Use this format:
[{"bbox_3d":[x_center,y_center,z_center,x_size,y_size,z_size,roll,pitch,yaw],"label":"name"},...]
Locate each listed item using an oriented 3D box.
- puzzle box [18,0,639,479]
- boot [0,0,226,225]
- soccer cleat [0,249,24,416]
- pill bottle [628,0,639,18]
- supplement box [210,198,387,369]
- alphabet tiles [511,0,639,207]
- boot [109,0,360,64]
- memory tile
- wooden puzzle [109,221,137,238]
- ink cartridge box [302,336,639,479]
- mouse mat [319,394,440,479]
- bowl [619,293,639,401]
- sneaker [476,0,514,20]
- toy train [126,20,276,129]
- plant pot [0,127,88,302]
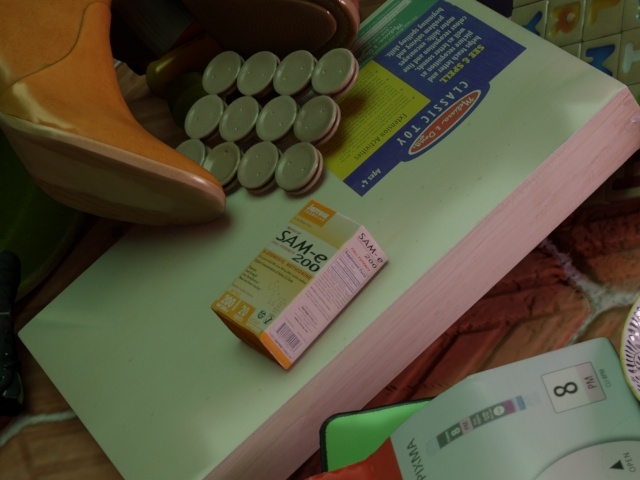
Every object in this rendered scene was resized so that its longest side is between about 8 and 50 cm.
[{"bbox_3d":[0.000,0.000,1.295,0.409,0.052,0.272,-42,36,-4],"label":"puzzle box"},{"bbox_3d":[-0.176,-0.140,1.367,0.295,0.104,0.211,17,63,11],"label":"boot"},{"bbox_3d":[-0.245,0.089,1.387,0.072,0.060,0.179,15,59,6],"label":"soccer cleat"},{"bbox_3d":[0.278,-0.139,1.283,0.117,0.118,0.208,-34,35,-9],"label":"pill bottle"},{"bbox_3d":[-0.014,0.026,1.203,0.098,0.036,0.062,-48,38,-12],"label":"supplement box"},{"bbox_3d":[0.193,-0.139,1.291,0.198,0.009,0.237,-8,71,54],"label":"alphabet tiles"},{"bbox_3d":[-0.036,-0.233,1.461,0.283,0.109,0.220,-1,47,51],"label":"boot"},{"bbox_3d":[-0.042,-0.084,1.346,0.148,0.012,0.113,5,68,42],"label":"memory tile"},{"bbox_3d":[-0.133,-0.031,1.474,0.083,0.049,0.006,-37,35,-13],"label":"wooden puzzle"},{"bbox_3d":[0.081,0.164,1.039,0.232,0.066,0.189,-14,45,-4],"label":"ink cartridge box"},{"bbox_3d":[0.096,0.145,1.094,0.189,0.007,0.153,-11,46,6],"label":"mouse mat"},{"bbox_3d":[0.261,0.072,1.064,0.170,0.080,0.170,-18,36,13],"label":"bowl"},{"bbox_3d":[0.200,-0.270,1.465,0.282,0.153,0.099,-31,36,-5],"label":"sneaker"},{"bbox_3d":[-0.129,-0.142,1.580,0.248,0.105,0.143,-29,49,-2],"label":"toy train"},{"bbox_3d":[-0.424,-0.102,1.542,0.353,0.366,0.366,-6,39,45],"label":"plant pot"}]
